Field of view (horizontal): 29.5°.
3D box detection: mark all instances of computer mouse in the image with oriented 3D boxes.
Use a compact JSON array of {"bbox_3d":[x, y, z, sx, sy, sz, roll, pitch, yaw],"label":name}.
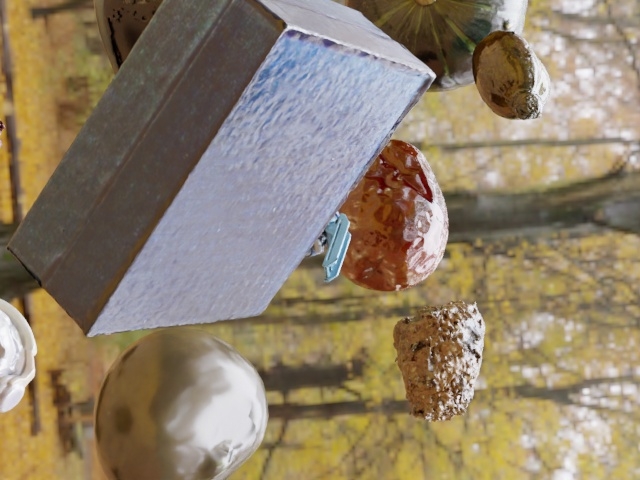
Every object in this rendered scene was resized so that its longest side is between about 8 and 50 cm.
[{"bbox_3d":[-0.130,-0.171,1.150,0.233,0.137,0.096,62,36,-54],"label":"computer mouse"}]

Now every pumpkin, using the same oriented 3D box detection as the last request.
[{"bbox_3d":[0.205,-0.420,2.135,0.241,0.323,0.323,-38,128,-69],"label":"pumpkin"}]

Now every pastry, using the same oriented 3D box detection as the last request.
[{"bbox_3d":[0.235,0.244,2.511,0.275,0.193,0.275,13,90,-84],"label":"pastry"}]

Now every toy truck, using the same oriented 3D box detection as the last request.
[{"bbox_3d":[0.000,0.000,1.327,0.090,0.073,0.056,51,-20,36],"label":"toy truck"}]

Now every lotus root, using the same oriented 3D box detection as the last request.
[{"bbox_3d":[0.304,-0.258,1.943,0.209,0.120,0.120,-103,-167,-46],"label":"lotus root"}]

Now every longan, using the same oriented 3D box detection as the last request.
[{"bbox_3d":[-0.145,0.177,1.222,0.189,0.189,0.189,176,-90,-81],"label":"longan"}]

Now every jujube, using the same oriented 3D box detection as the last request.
[{"bbox_3d":[0.106,-0.043,1.900,0.190,0.190,0.255,100,-4,-57],"label":"jujube"}]

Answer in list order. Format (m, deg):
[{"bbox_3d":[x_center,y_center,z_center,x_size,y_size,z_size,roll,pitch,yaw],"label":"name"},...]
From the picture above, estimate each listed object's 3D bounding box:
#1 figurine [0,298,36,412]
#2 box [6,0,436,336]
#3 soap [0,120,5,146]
[{"bbox_3d":[-0.413,0.149,1.349,0.237,0.162,0.141,-59,170,-36],"label":"figurine"},{"bbox_3d":[-0.072,-0.069,0.985,0.116,0.261,0.279,45,-71,22],"label":"box"},{"bbox_3d":[-0.565,-0.211,1.682,0.182,0.289,0.112,-16,-143,54],"label":"soap"}]
